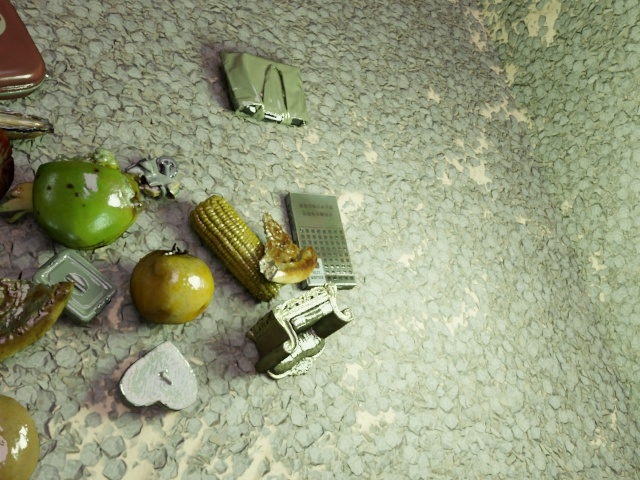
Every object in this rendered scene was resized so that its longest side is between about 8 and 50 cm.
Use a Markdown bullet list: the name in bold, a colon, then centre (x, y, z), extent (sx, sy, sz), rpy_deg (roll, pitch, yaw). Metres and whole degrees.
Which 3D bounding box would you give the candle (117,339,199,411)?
- **candle**: centre (-0.391, 0.330, 1.416), extent (0.192, 0.068, 0.169), rpy_deg (17, 60, -24)

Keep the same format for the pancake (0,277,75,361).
- **pancake**: centre (-0.719, 0.166, 1.259), extent (0.376, 0.054, 0.197), rpy_deg (-28, 87, -21)

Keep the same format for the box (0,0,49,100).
- **box**: centre (-0.922, -0.554, 1.557), extent (0.263, 0.108, 0.404), rpy_deg (-24, 78, -42)

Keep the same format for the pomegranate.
- **pomegranate**: centre (-0.607, -0.096, 1.423), extent (0.340, 0.260, 0.261), rpy_deg (-8, 64, 1)

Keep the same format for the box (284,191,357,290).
- **box**: centre (-0.001, 0.000, 1.843), extent (0.180, 0.047, 0.325), rpy_deg (2, 64, -30)

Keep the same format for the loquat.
- **loquat**: centre (-0.373, 0.112, 1.467), extent (0.213, 0.213, 0.213), rpy_deg (14, 58, -24)

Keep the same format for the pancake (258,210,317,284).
- **pancake**: centre (-0.109, 0.013, 1.649), extent (0.266, 0.057, 0.245), rpy_deg (2, 57, -60)

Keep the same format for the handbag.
- **handbag**: centre (-0.183, -0.522, 1.986), extent (0.315, 0.109, 0.253), rpy_deg (4, 66, -36)

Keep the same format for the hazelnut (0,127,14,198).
- **hazelnut**: centre (-0.807, -0.176, 1.326), extent (0.229, 0.229, 0.230), rpy_deg (14, 58, -24)

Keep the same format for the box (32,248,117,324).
- **box**: centre (-0.593, 0.119, 1.397), extent (0.172, 0.093, 0.124), rpy_deg (41, 52, -4)

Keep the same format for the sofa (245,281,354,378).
- **sofa**: centre (-0.045, 0.256, 1.581), extent (0.258, 0.200, 0.182), rpy_deg (-22, 75, -39)

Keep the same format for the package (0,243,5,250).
- **package**: centre (-0.847, -0.008, 1.328), extent (0.171, 0.027, 0.173), rpy_deg (47, 26, -7)

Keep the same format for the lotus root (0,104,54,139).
- **lotus root**: centre (-0.857, -0.292, 1.470), extent (0.329, 0.078, 0.167), rpy_deg (4, 29, -33)

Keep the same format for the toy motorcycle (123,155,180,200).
- **toy motorcycle**: centre (-0.488, -0.153, 1.613), extent (0.229, 0.094, 0.130), rpy_deg (-26, 84, -28)

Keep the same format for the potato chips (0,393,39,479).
- **potato chips**: centre (-0.681, 0.421, 1.200), extent (0.195, 0.062, 0.208), rpy_deg (17, 59, -20)

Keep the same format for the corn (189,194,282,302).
- **corn**: centre (-0.229, 0.024, 1.647), extent (0.344, 0.131, 0.131), rpy_deg (48, 51, 0)
